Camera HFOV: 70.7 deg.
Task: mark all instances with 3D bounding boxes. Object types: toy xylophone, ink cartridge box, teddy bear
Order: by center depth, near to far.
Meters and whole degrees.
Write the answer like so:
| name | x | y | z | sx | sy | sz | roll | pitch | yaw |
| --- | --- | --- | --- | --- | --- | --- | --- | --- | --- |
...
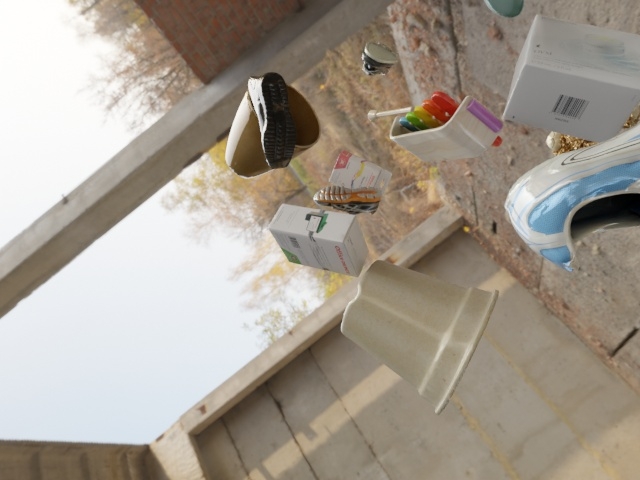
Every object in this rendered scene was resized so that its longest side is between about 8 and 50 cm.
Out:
| name | x | y | z | sx | sy | sz | roll | pitch | yaw |
| --- | --- | --- | --- | --- | --- | --- | --- | --- | --- |
| toy xylophone | 0.259 | -0.269 | 1.067 | 0.236 | 0.081 | 0.322 | 29 | 176 | -29 |
| ink cartridge box | 0.000 | 0.000 | 1.167 | 0.219 | 0.093 | 0.160 | 11 | 149 | 27 |
| teddy bear | 0.743 | -0.328 | 1.265 | 0.338 | 0.113 | 0.245 | -176 | 69 | -84 |
| ink cartridge box | 0.145 | -0.229 | 1.630 | 0.198 | 0.115 | 0.067 | 25 | -151 | 6 |

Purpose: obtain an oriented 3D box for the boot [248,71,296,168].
| name | x | y | z | sx | sy | sz | roll | pitch | yaw |
| --- | --- | --- | --- | --- | --- | --- | --- | --- | --- |
| boot | -0.113 | -0.268 | 1.000 | 0.137 | 0.076 | 0.198 | -142 | 48 | -58 |

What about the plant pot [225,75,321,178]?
| name | x | y | z | sx | sy | sz | roll | pitch | yaw |
| --- | --- | --- | --- | --- | --- | --- | --- | --- | --- |
| plant pot | -0.169 | -0.299 | 1.314 | 0.237 | 0.254 | 0.237 | 23 | -130 | -31 |

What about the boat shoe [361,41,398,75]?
| name | x | y | z | sx | sy | sz | roll | pitch | yaw |
| --- | --- | --- | --- | --- | --- | --- | --- | --- | --- |
| boat shoe | 0.144 | -0.447 | 1.135 | 0.084 | 0.079 | 0.233 | 36 | -153 | 0 |

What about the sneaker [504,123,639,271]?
| name | x | y | z | sx | sy | sz | roll | pitch | yaw |
| --- | --- | --- | --- | --- | --- | --- | --- | --- | --- |
| sneaker | 0.254 | -0.058 | 0.316 | 0.085 | 0.237 | 0.086 | 36 | -154 | -55 |

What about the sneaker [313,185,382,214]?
| name | x | y | z | sx | sy | sz | roll | pitch | yaw |
| --- | --- | --- | --- | --- | --- | --- | --- | --- | --- |
| sneaker | 0.085 | -0.120 | 1.429 | 0.084 | 0.214 | 0.083 | -82 | -6 | -48 |

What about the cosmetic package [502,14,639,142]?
| name | x | y | z | sx | sy | sz | roll | pitch | yaw |
| --- | --- | --- | --- | --- | --- | --- | --- | --- | --- |
| cosmetic package | 0.538 | -0.350 | 0.964 | 0.223 | 0.225 | 0.138 | 18 | 143 | 12 |

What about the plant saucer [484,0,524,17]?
| name | x | y | z | sx | sy | sz | roll | pitch | yaw |
| --- | --- | --- | --- | --- | --- | --- | --- | --- | --- |
| plant saucer | 0.366 | -0.506 | 0.920 | 0.119 | 0.119 | 0.021 | 52 | 154 | -12 |

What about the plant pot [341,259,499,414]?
| name | x | y | z | sx | sy | sz | roll | pitch | yaw |
| --- | --- | --- | --- | --- | --- | --- | --- | --- | --- |
| plant pot | 0.232 | 0.211 | 1.147 | 0.305 | 0.334 | 0.334 | 25 | 172 | 19 |
